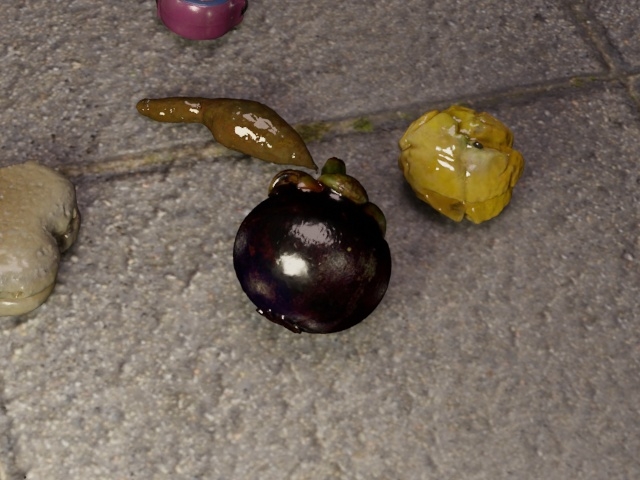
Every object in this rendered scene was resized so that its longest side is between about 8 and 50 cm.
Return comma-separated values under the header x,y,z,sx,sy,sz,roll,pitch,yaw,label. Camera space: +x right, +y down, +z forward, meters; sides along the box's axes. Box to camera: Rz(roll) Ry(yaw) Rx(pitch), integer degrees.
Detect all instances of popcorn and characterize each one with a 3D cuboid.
x,y,z,sx,sy,sz,roll,pitch,yaw,label
0.187,-0.104,1.996,0.167,0.152,0.148,42,90,-3,popcorn

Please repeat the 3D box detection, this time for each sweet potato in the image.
x,y,z,sx,sy,sz,roll,pitch,yaw,label
-0.120,-0.160,2.037,0.269,0.075,0.075,19,50,13,sweet potato

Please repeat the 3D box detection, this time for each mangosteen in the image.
x,y,z,sx,sy,sz,roll,pitch,yaw,label
0.000,0.000,1.836,0.194,0.194,0.230,21,72,9,mangosteen

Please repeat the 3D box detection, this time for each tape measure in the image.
x,y,z,sx,sy,sz,roll,pitch,yaw,label
-0.171,-0.343,2.185,0.125,0.074,0.118,-22,51,-31,tape measure

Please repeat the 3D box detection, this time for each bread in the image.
x,y,z,sx,sy,sz,roll,pitch,yaw,label
-0.426,0.027,1.816,0.337,0.102,0.183,-24,61,-29,bread
